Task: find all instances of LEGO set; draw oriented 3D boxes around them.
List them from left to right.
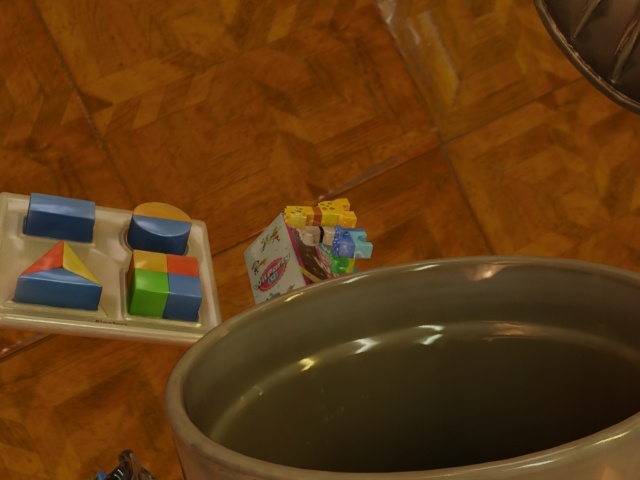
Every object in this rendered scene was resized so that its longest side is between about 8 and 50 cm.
[{"bbox_3d":[0.000,0.000,1.225,0.093,0.227,0.087,2,118,-15],"label":"LEGO set"}]

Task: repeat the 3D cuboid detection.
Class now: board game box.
[{"bbox_3d":[0.014,0.114,1.379,0.224,0.303,0.097,36,104,-27],"label":"board game box"}]

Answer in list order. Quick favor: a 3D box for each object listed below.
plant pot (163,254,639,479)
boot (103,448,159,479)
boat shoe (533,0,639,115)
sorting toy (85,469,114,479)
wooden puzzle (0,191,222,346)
[{"bbox_3d":[0.083,0.189,0.597,0.323,0.323,0.280,-16,107,-24],"label":"plant pot"},{"bbox_3d":[-0.142,0.327,0.936,0.118,0.338,0.223,-45,101,-20],"label":"boot"},{"bbox_3d":[0.291,-0.128,0.648,0.307,0.111,0.104,36,38,15],"label":"boat shoe"},{"bbox_3d":[-0.373,0.430,1.623,0.102,0.061,0.042,-20,63,-13],"label":"sorting toy"},{"bbox_3d":[-0.304,0.021,1.338,0.322,0.348,0.080,8,119,-19],"label":"wooden puzzle"}]
